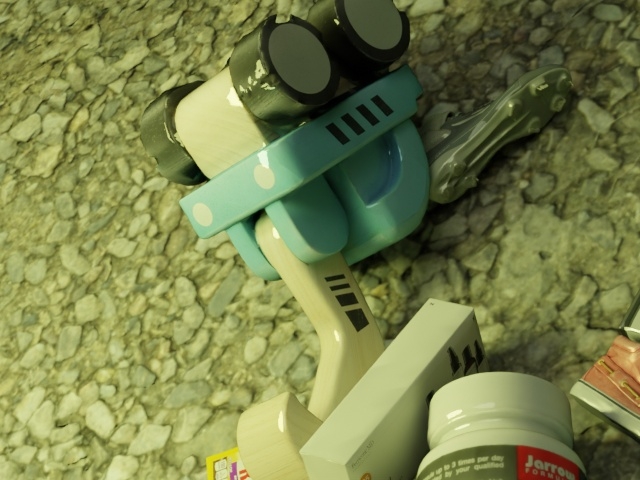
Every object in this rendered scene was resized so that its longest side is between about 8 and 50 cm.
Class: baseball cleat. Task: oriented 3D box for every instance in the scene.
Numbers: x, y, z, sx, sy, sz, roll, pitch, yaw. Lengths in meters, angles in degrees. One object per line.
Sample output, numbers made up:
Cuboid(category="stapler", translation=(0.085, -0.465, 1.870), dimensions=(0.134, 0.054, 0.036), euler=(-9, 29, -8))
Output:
Cuboid(category="baseball cleat", translation=(0.176, -0.133, 2.156), dimensions=(0.206, 0.072, 0.109), euler=(-40, 42, -5))

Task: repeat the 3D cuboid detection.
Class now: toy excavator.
Cuboid(category="toy excavator", translation=(0.000, 0.000, 2.065), dimensions=(0.222, 0.445, 0.433), euler=(-30, 4, 44))

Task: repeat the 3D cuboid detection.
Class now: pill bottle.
Cuboid(category="pill bottle", translation=(0.166, 0.272, 1.800), dimensions=(0.161, 0.161, 0.283), euler=(-14, 52, 22))

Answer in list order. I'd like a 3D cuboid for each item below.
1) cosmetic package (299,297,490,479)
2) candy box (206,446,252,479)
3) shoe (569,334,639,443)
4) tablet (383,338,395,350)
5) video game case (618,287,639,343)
Cuboid(category="cosmetic package", translation=(0.078, 0.169, 1.920), dimensions=(0.060, 0.099, 0.239), euler=(10, 43, 37))
Cuboid(category="candy box", translation=(-0.061, 0.296, 2.012), dimensions=(0.105, 0.027, 0.206), euler=(-19, 50, 14))
Cuboid(category="shoe", translation=(0.320, 0.154, 1.861), dimensions=(0.081, 0.063, 0.178), euler=(-52, 43, -5))
Cuboid(category="tablet", translation=(0.087, 0.125, 2.064), dimensions=(0.083, 0.006, 0.054), euler=(-10, 53, 26))
Cuboid(category="video game case", translation=(0.456, 0.013, 1.904), dimensions=(0.248, 0.035, 0.275), euler=(17, 68, 39))
